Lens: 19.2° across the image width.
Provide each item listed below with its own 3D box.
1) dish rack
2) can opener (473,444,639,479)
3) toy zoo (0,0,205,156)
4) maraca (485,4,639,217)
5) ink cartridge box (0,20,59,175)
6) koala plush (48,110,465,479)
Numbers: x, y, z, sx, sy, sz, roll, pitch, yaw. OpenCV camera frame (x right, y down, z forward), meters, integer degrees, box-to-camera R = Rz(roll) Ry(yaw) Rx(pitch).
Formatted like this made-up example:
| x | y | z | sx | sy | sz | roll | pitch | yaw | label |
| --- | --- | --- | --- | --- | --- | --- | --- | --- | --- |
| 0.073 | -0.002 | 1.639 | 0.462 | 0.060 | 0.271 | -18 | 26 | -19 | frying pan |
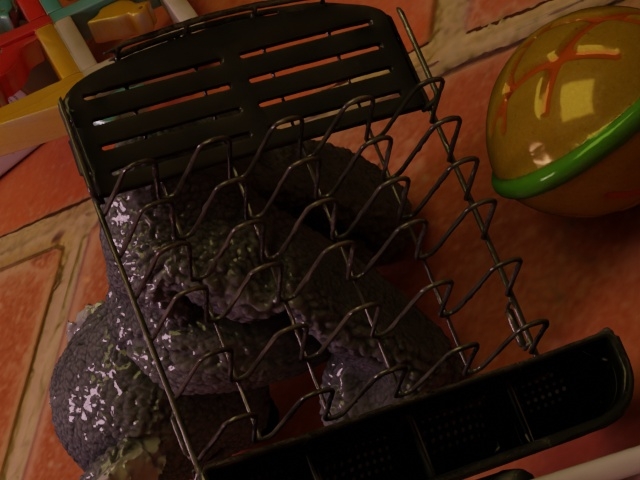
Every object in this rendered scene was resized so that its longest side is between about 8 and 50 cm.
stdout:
| x | y | z | sx | sy | sz | roll | pitch | yaw | label |
| --- | --- | --- | --- | --- | --- | --- | --- | --- | --- |
| 0.000 | 0.000 | 0.898 | 0.074 | 0.208 | 0.271 | 116 | 134 | -64 | dish rack |
| 0.082 | 0.155 | 0.836 | 0.283 | 0.076 | 0.095 | -25 | 32 | 36 | can opener |
| -0.200 | -0.159 | 1.419 | 0.192 | 0.030 | 0.293 | -25 | 41 | -7 | toy zoo |
| 0.137 | -0.069 | 0.972 | 0.127 | 0.099 | 0.185 | -36 | 11 | 5 | maraca |
| -0.300 | -0.103 | 1.533 | 0.191 | 0.082 | 0.139 | -37 | 36 | 22 | ink cartridge box |
| -0.074 | 0.055 | 1.042 | 0.221 | 0.203 | 0.196 | -49 | 31 | 27 | koala plush |
